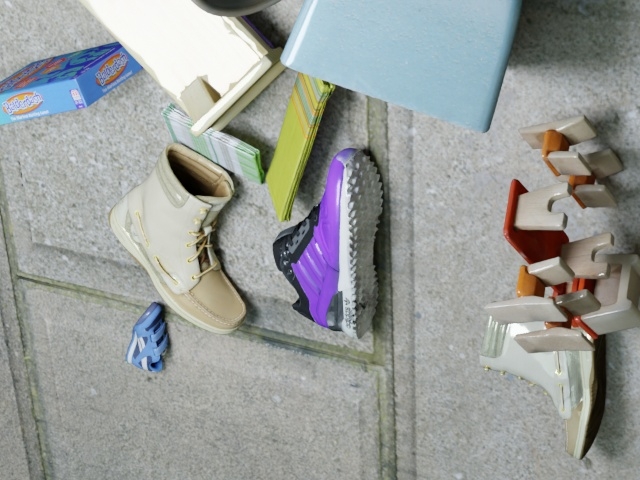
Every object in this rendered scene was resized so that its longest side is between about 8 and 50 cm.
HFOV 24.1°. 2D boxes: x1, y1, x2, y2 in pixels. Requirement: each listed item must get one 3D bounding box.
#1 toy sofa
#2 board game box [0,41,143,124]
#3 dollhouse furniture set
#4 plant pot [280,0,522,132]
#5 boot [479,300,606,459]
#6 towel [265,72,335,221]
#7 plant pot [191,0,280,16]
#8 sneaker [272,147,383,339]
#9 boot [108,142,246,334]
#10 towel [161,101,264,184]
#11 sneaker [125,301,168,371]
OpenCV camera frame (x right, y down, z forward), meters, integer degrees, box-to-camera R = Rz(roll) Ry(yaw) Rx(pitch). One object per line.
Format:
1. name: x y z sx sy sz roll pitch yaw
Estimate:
1. toy sofa: -0.214 -0.321 1.995 0.150 0.177 0.362 -43 93 15
2. board game box: -0.371 -0.222 2.117 0.210 0.160 0.047 -8 113 33
3. dollhouse furniture set: 0.292 0.022 1.840 0.135 0.262 0.259 -8 145 35
4. plant pot: 0.121 -0.309 1.709 0.247 0.248 0.252 19 115 -1
5. boot: 0.300 0.188 2.036 0.165 0.077 0.213 9 117 25
6. towel: -0.030 -0.144 2.021 0.021 0.102 0.237 4 131 -19
7. plant pot: -0.120 -0.472 1.756 0.280 0.323 0.323 45 132 22
8. sneaker: 0.000 0.001 2.076 0.146 0.102 0.293 15 125 22
9. boot: -0.174 -0.001 2.176 0.262 0.095 0.203 49 135 3
10. towel: -0.148 -0.135 2.102 0.152 0.023 0.113 26 165 11
11. sneaker: -0.264 0.153 2.356 0.059 0.053 0.144 30 137 11
